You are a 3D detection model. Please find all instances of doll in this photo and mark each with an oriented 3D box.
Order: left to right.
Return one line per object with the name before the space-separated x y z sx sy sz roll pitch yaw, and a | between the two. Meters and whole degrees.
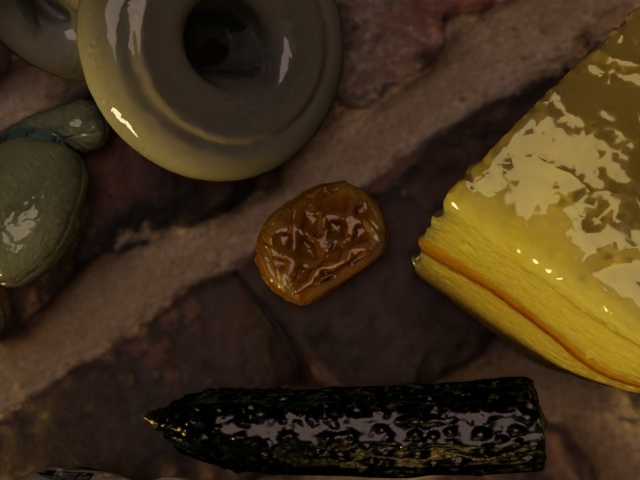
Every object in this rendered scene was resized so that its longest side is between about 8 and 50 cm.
doll | -0.246 -0.026 0.631 0.103 0.071 0.214 19 77 8

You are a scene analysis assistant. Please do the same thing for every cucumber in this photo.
cucumber | 0.019 0.138 0.571 0.300 0.072 0.072 -2 77 5

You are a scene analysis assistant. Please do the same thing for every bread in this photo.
bread | 0.000 0.000 0.616 0.111 0.044 0.083 -33 73 -4
bread | 0.210 -0.033 0.494 0.198 0.263 0.236 37 83 9

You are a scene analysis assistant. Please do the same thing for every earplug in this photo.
earplug | -0.135 -0.184 0.617 0.325 0.175 0.214 32 78 2

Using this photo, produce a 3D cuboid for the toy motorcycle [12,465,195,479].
toy motorcycle | -0.197 0.217 0.569 0.254 0.112 0.112 -14 77 4
